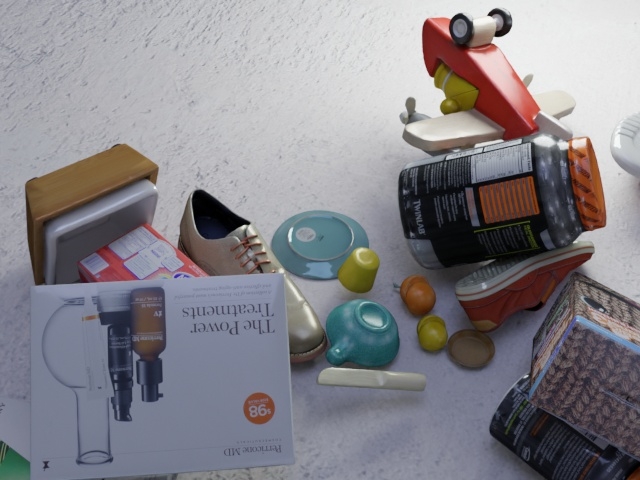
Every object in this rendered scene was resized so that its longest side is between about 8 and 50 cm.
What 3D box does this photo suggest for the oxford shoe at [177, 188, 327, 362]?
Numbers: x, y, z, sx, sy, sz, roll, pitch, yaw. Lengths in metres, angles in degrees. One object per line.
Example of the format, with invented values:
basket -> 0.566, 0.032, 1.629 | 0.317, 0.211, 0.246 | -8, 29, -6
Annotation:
oxford shoe -> -0.133, 0.060, 1.723 | 0.140, 0.147, 0.397 | -29, 53, -30

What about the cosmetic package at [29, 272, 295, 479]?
cosmetic package -> -0.232, 0.202, 1.450 | 0.377, 0.097, 0.285 | -3, 79, -4

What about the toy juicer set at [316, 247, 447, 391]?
toy juicer set -> 0.109, 0.169, 1.674 | 0.209, 0.089, 0.329 | 21, 42, -5

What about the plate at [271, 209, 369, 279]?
plate -> 0.000, 0.000, 1.874 | 0.188, 0.024, 0.188 | 0, 46, 0

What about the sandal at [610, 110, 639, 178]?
sandal -> 0.701, -0.200, 2.039 | 0.169, 0.102, 0.416 | 38, 41, 13

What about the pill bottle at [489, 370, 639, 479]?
pill bottle -> 0.388, 0.316, 1.484 | 0.130, 0.130, 0.245 | -33, 54, -29

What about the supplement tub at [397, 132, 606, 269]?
supplement tub -> 0.323, -0.072, 1.748 | 0.338, 0.207, 0.207 | -10, 41, 22

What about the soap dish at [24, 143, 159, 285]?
soap dish -> -0.409, -0.041, 1.722 | 0.229, 0.291, 0.118 | -27, 76, -24

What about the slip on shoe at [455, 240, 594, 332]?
slip on shoe -> 0.374, 0.073, 1.760 | 0.331, 0.101, 0.123 | -23, 10, -36

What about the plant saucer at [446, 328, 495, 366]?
plant saucer -> 0.259, 0.189, 1.692 | 0.083, 0.015, 0.083 | 0, 44, 0

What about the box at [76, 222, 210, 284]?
box -> -0.259, 0.124, 1.660 | 0.154, 0.142, 0.300 | -35, 55, -30

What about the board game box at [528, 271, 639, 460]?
board game box -> 0.454, 0.191, 1.482 | 0.232, 0.141, 0.291 | 28, 17, 6

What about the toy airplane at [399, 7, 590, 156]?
toy airplane -> 0.346, -0.247, 1.981 | 0.386, 0.272, 0.384 | 25, 48, -15

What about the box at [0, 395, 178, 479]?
box -> -0.387, 0.365, 1.477 | 0.322, 0.058, 0.232 | 8, 45, 8
